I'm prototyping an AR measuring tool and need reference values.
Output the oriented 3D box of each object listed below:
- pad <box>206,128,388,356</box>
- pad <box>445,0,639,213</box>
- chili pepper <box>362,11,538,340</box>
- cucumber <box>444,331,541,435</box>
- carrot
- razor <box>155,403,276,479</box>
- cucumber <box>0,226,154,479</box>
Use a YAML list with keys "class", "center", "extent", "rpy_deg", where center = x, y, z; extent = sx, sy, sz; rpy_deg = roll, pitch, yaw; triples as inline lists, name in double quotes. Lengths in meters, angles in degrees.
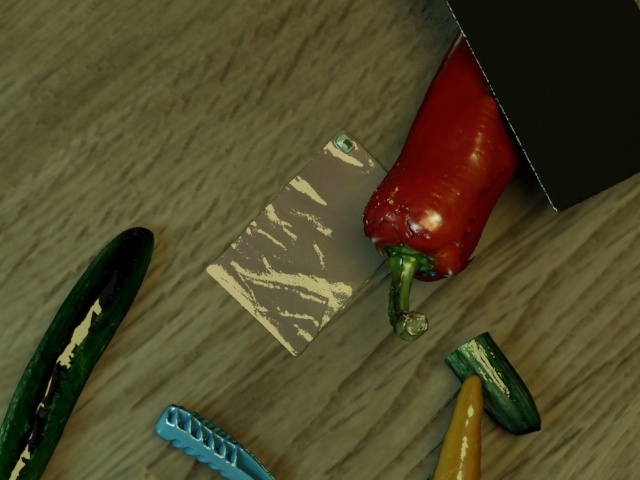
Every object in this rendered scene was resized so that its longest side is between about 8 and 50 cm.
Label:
- class: "pad"
  center: [0.000, 0.000, 1.678]
  extent: [0.113, 0.006, 0.188]
  rpy_deg: [45, 71, -3]
- class: "pad"
  center: [0.204, -0.221, 1.735]
  extent: [0.247, 0.007, 0.368]
  rpy_deg: [-23, 84, -42]
- class: "chili pepper"
  center: [0.120, -0.077, 1.678]
  extent: [0.110, 0.110, 0.388]
  rpy_deg: [29, 65, -7]
- class: "cucumber"
  center: [0.156, 0.132, 1.671]
  extent: [0.048, 0.048, 0.105]
  rpy_deg: [-37, 91, -20]
- class: "carrot"
  center: [0.110, 0.278, 1.606]
  extent: [0.069, 0.069, 0.336]
  rpy_deg: [8, 79, -13]
- class: "razor"
  center: [-0.030, 0.218, 1.602]
  extent: [0.253, 0.042, 0.082]
  rpy_deg: [33, 29, -5]
- class: "cucumber"
  center: [-0.212, 0.102, 1.573]
  extent: [0.056, 0.056, 0.284]
  rpy_deg: [29, 67, -7]
